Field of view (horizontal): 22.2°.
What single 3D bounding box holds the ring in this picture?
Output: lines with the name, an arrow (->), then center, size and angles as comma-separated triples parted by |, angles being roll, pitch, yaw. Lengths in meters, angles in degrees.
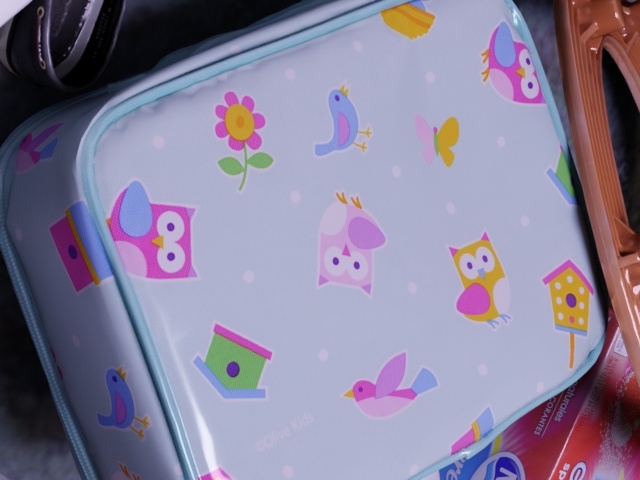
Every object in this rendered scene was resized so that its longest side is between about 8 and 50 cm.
ring -> 0.198, -0.008, 0.915 | 0.336, 0.032, 0.337 | -16, 90, -69

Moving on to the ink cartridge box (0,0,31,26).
ink cartridge box -> -0.245, -0.117, 0.406 | 0.385, 0.160, 0.279 | -46, 138, -22

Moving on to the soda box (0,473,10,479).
soda box -> -0.179, 0.090, 0.491 | 0.091, 0.286, 0.098 | -6, 113, -46

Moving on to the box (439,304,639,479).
box -> 0.109, 0.151, 0.987 | 0.128, 0.122, 0.257 | 25, 90, -53

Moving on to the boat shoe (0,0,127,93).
boat shoe -> -0.093, -0.125, 0.674 | 0.049, 0.042, 0.133 | 11, 99, -49

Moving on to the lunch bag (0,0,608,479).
lunch bag -> 0.000, 0.000, 0.739 | 0.279, 0.108, 0.224 | -26, 97, -39

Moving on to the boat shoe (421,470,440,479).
boat shoe -> -0.033, 0.221, 0.860 | 0.119, 0.121, 0.335 | -6, 117, -51
